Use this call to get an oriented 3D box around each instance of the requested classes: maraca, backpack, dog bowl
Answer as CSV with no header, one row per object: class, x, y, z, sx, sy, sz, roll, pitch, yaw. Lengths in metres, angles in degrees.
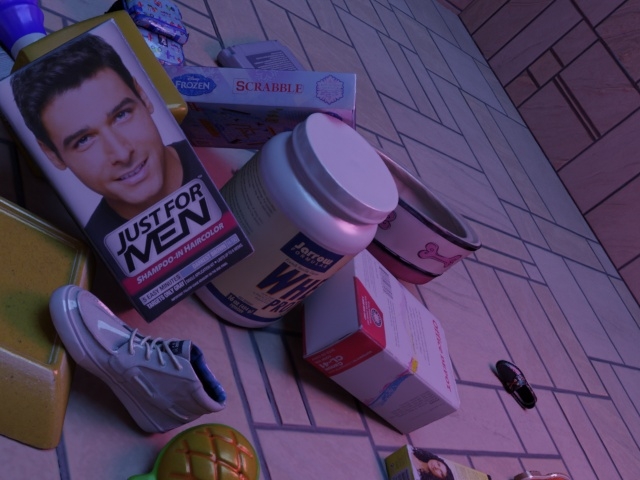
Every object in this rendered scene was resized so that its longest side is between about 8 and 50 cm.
maraca,-0.160,0.307,1.061,0.186,0.099,0.127,-31,69,-36
backpack,-0.338,-0.390,1.649,0.158,0.117,0.173,17,44,-43
dog bowl,0.144,-0.068,1.807,0.408,0.150,0.408,36,15,-11

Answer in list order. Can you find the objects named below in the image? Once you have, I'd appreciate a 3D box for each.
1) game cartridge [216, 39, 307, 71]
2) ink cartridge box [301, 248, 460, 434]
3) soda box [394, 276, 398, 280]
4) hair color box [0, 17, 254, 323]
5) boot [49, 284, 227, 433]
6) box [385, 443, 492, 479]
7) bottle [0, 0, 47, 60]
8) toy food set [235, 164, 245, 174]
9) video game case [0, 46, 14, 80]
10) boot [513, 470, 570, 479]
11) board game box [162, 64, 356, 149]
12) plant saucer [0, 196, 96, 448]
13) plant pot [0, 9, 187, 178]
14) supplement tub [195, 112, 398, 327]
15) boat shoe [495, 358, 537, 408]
game cartridge,-0.115,-0.396,2.035,0.196,0.060,0.294,47,28,5
ink cartridge box,0.105,0.176,1.504,0.306,0.131,0.226,44,26,-34
soda box,0.134,0.113,1.749,0.061,0.058,0.181,17,41,-46
hair color box,-0.273,-0.093,1.160,0.374,0.185,0.114,60,-15,-18
boot,-0.221,0.139,1.060,0.258,0.124,0.095,58,19,-34
box,0.220,0.435,1.471,0.232,0.058,0.087,28,35,-35
bottle,-0.545,-0.419,1.415,0.282,0.092,0.118,57,26,16
toy food set,-0.120,-0.115,1.718,0.122,0.019,0.078,35,30,-9
video game case,-0.578,-0.284,1.275,0.206,0.026,0.227,48,29,-1
boot,0.467,0.523,1.718,0.158,0.059,0.084,12,48,-36
board game box,-0.095,-0.225,1.484,0.318,0.318,0.065,77,17,-83
plant saucer,-0.423,0.049,1.024,0.333,0.081,0.332,33,32,-29
plant pot,-0.371,-0.206,1.300,0.187,0.212,0.212,-20,71,-45
supplement tub,-0.055,-0.031,1.377,0.235,0.325,0.235,34,32,-25
boat shoe,0.456,0.333,1.937,0.133,0.049,0.042,51,20,-4
